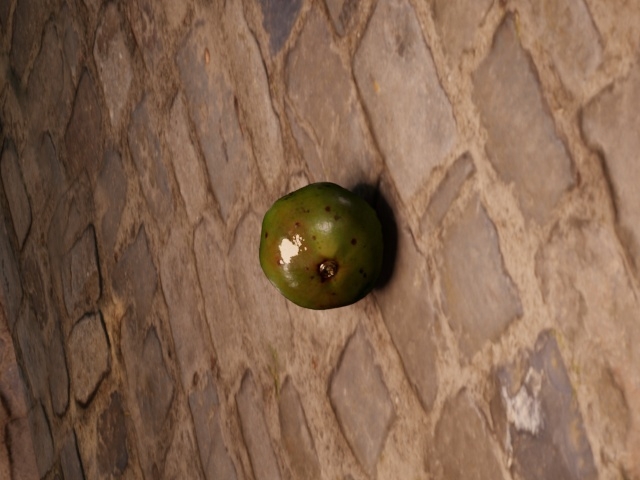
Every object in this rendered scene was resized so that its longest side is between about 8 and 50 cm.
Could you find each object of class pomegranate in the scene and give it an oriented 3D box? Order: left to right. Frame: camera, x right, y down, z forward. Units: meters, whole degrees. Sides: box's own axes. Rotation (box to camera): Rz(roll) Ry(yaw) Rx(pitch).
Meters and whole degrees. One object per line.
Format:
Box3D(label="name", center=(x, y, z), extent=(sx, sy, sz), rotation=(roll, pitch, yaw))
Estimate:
Box3D(label="pomegranate", center=(-0.001, -0.002, 1.944), extent=(0.225, 0.187, 0.187), rotation=(-101, 16, -71))
